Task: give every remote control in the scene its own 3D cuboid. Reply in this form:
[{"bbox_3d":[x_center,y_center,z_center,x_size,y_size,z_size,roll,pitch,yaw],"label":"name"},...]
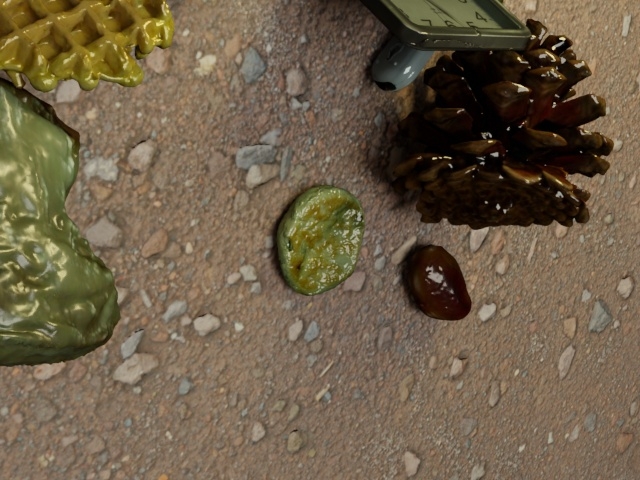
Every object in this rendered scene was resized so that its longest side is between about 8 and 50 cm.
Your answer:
[{"bbox_3d":[0.166,-0.345,1.638,0.244,0.087,0.047,-55,133,-15],"label":"remote control"}]

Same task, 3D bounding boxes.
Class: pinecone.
[{"bbox_3d":[0.299,-0.201,1.649,0.384,0.384,0.384,-15,113,-38],"label":"pinecone"}]

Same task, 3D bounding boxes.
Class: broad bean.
[{"bbox_3d":[0.217,0.079,1.826,0.114,0.084,0.165,-50,126,-41],"label":"broad bean"}]

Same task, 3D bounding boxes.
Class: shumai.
[{"bbox_3d":[-0.403,-0.019,1.108,0.397,0.324,0.323,9,81,-54],"label":"shumai"}]

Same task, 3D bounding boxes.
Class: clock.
[{"bbox_3d":[0.152,-0.369,1.508,0.273,0.279,0.049,-8,138,-39],"label":"clock"}]

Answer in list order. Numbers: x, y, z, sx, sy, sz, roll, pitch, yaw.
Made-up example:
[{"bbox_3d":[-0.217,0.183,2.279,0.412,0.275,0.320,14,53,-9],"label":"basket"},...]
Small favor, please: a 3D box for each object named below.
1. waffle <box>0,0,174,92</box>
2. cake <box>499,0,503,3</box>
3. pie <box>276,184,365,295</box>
[{"bbox_3d":[-0.306,-0.296,1.110,0.329,0.329,0.062,-29,165,-32],"label":"waffle"},{"bbox_3d":[0.263,-0.520,1.697,0.158,0.172,0.283,-52,164,-8],"label":"cake"},{"bbox_3d":[0.000,0.000,1.629,0.187,0.041,0.187,-15,114,-39],"label":"pie"}]
